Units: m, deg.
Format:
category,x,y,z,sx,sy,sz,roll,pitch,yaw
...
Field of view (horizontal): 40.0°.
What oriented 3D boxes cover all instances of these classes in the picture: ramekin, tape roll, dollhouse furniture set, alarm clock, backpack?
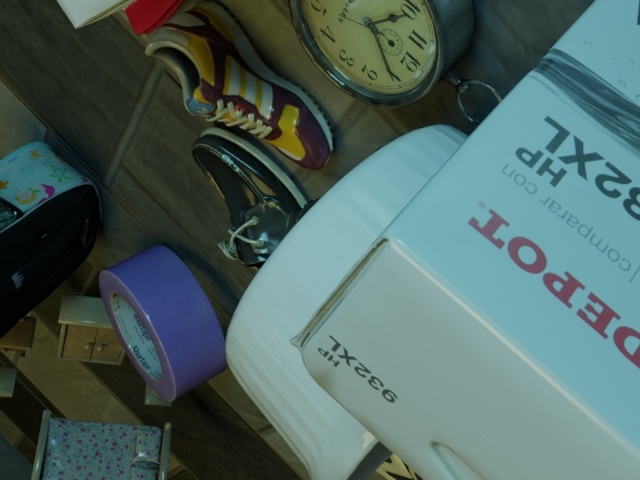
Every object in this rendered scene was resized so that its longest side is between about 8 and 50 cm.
category,x,y,z,sx,sy,sz,roll,pitch,yaw
ramekin,0.060,0.047,0.648,0.135,0.277,0.277,44,148,16
tape roll,-0.204,0.106,1.131,0.189,0.080,0.189,41,146,36
dollhouse furniture set,-0.360,0.273,1.266,0.303,0.356,0.174,9,151,-15
alarm clock,0.058,-0.149,0.616,0.192,0.064,0.129,46,147,4
backpack,-0.407,-0.005,1.120,0.191,0.253,0.225,41,151,15

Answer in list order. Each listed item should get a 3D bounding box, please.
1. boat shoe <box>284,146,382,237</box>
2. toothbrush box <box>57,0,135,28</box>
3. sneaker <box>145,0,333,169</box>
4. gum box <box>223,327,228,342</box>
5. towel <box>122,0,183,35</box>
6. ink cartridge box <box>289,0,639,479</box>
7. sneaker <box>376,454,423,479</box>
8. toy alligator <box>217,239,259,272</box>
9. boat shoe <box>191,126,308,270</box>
category,x,y,z,sx,sy,sz,roll,pitch,yaw
boat shoe,0.000,0.000,0.784,0.073,0.080,0.224,36,127,6
toothbrush box,-0.118,-0.309,0.496,0.126,0.216,0.296,-6,123,51
sneaker,-0.072,-0.120,0.772,0.185,0.084,0.069,46,147,0
gum box,-0.033,0.157,1.073,0.157,0.041,0.184,52,148,-8
towel,-0.185,-0.319,0.730,0.198,0.031,0.275,-14,115,53
ink cartridge box,0.173,0.005,0.430,0.223,0.307,0.129,41,148,5
sneaker,0.112,0.251,0.980,0.153,0.094,0.235,40,165,36
toy alligator,-0.030,0.054,0.953,0.190,0.056,0.051,46,105,1
boat shoe,-0.053,-0.011,0.880,0.233,0.079,0.084,53,148,-8
